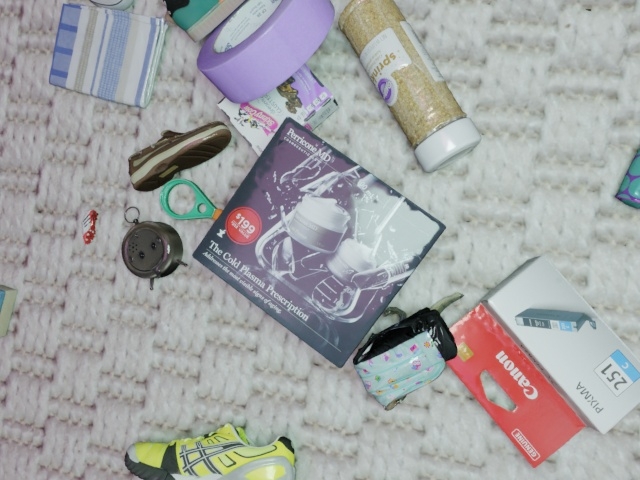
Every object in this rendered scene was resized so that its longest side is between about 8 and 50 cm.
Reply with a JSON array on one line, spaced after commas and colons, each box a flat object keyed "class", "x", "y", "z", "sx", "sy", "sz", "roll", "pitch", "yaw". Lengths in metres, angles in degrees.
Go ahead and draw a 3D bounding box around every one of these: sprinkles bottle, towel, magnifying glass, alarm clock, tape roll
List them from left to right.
[{"class": "towel", "x": -0.503, "y": -0.438, "z": 1.093, "sx": 0.285, "sy": 0.034, "sz": 0.209, "roll": 16, "pitch": 96, "yaw": 14}, {"class": "alarm clock", "x": -0.391, "y": 0.005, "z": 1.047, "sx": 0.129, "sy": 0.064, "sz": 0.192, "roll": -35, "pitch": 79, "yaw": 10}, {"class": "magnifying glass", "x": -0.255, "y": -0.068, "z": 1.035, "sx": 0.231, "sy": 0.026, "sz": 0.092, "roll": 23, "pitch": 93, "yaw": 10}, {"class": "tape roll", "x": -0.109, "y": -0.398, "z": 0.898, "sx": 0.275, "sy": 0.090, "sz": 0.274, "roll": -25, "pitch": 43, "yaw": 25}, {"class": "sprinkles bottle", "x": 0.168, "y": -0.309, "z": 0.901, "sx": 0.121, "sy": 0.121, "sz": 0.355, "roll": -30, "pitch": 82, "yaw": 10}]

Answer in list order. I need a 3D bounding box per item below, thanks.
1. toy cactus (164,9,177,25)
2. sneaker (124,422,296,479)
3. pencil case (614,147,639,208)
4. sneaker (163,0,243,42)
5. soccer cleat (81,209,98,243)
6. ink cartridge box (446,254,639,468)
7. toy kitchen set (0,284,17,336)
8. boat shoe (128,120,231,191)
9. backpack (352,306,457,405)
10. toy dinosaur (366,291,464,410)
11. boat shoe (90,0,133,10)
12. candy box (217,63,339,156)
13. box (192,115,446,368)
[{"class": "toy cactus", "x": -0.291, "y": -0.567, "z": 1.026, "sx": 0.219, "sy": 0.112, "sz": 0.180, "roll": 33, "pitch": 105, "yaw": 3}, {"class": "sneaker", "x": -0.227, "y": 0.465, "z": 0.981, "sx": 0.385, "sy": 0.145, "sz": 0.147, "roll": 4, "pitch": 59, "yaw": 15}, {"class": "pencil case", "x": 0.596, "y": -0.129, "z": 0.831, "sx": 0.070, "sy": 0.065, "sz": 0.151, "roll": 30, "pitch": 96, "yaw": 36}, {"class": "sneaker", "x": -0.186, "y": -0.537, "z": 0.915, "sx": 0.302, "sy": 0.108, "sz": 0.121, "roll": -38, "pitch": 125, "yaw": 14}, {"class": "soccer cleat", "x": -0.549, "y": -0.033, "z": 1.099, "sx": 0.036, "sy": 0.029, "sz": 0.083, "roll": 7, "pitch": 87, "yaw": 21}, {"class": "ink cartridge box", "x": 0.398, "y": 0.221, "z": 0.845, "sx": 0.261, "sy": 0.066, "sz": 0.296, "roll": -39, "pitch": 81, "yaw": -2}, {"class": "toy kitchen set", "x": -0.877, "y": 0.151, "z": 1.093, "sx": 0.207, "sy": 0.166, "sz": 0.122, "roll": 15, "pitch": 92, "yaw": 13}, {"class": "boat shoe", "x": -0.320, "y": -0.206, "z": 1.020, "sx": 0.258, "sy": 0.095, "sz": 0.095, "roll": -26, "pitch": 78, "yaw": 11}, {"class": "backpack", "x": 0.148, "y": 0.205, "z": 0.826, "sx": 0.182, "sy": 0.152, "sz": 0.115, "roll": -32, "pitch": 77, "yaw": 10}, {"class": "toy dinosaur", "x": 0.165, "y": 0.196, "z": 0.924, "sx": 0.118, "sy": 0.064, "sz": 0.268, "roll": 29, "pitch": 90, "yaw": 8}, {"class": "boat shoe", "x": -0.554, "y": -0.632, "z": 1.081, "sx": 0.268, "sy": 0.088, "sz": 0.096, "roll": 40, "pitch": 97, "yaw": 11}, {"class": "candy box", "x": -0.090, "y": -0.284, "z": 0.981, "sx": 0.196, "sy": 0.070, "sz": 0.164, "roll": -41, "pitch": 81, "yaw": 8}, {"class": "box", "x": 0.000, "y": 0.000, "z": 0.890, "sx": 0.343, "sy": 0.179, "sz": 0.312, "roll": 36, "pitch": 95, "yaw": 6}]
